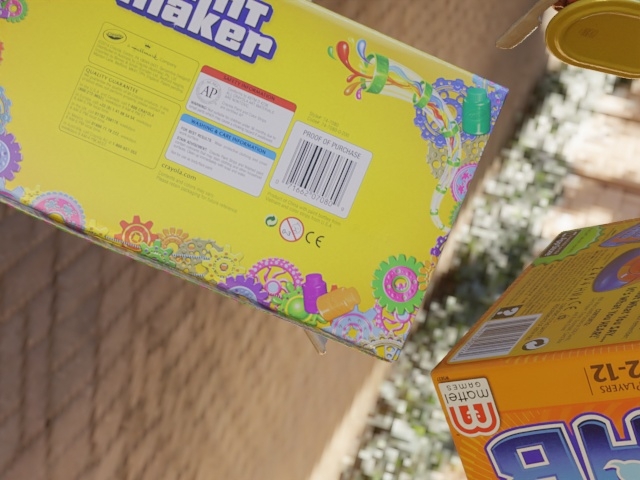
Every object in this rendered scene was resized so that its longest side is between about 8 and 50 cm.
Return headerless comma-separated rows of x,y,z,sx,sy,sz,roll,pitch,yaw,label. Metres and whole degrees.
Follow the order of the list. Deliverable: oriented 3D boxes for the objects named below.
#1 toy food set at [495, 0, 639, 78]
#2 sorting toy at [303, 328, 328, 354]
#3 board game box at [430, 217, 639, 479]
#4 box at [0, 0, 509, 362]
0.310,-0.245,1.736,0.128,0.217,0.071,128,-32,-56,toy food set
0.000,0.000,1.918,0.193,0.038,0.208,60,39,-34,sorting toy
0.387,0.189,1.607,0.356,0.356,0.356,-39,113,-52,board game box
-0.071,-0.063,1.036,0.279,0.290,0.177,177,-64,-82,box
